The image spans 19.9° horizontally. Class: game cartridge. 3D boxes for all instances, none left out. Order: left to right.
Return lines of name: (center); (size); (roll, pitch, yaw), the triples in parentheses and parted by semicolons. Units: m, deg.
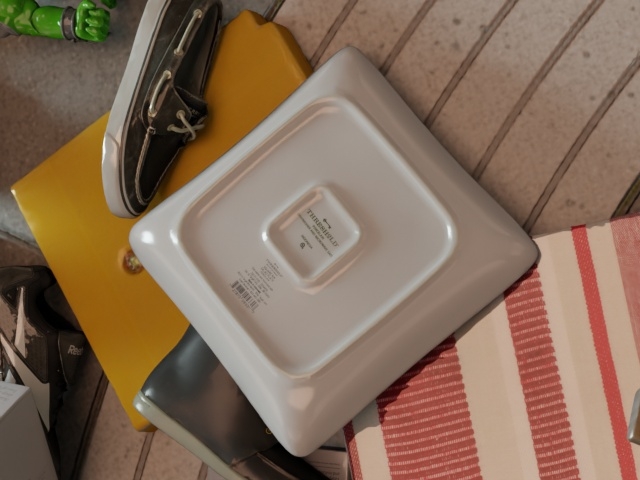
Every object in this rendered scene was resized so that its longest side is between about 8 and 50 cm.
game cartridge: (-0.107, -0.021, 1.723); (0.323, 0.052, 0.285); (-34, 74, 16)

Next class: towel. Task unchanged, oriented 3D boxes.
towel: (0.173, 0.117, 1.567); (0.329, 0.037, 0.237); (-13, 81, 16)

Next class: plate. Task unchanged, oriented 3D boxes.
plate: (0.000, 0.000, 1.588); (0.278, 0.045, 0.277); (-40, 67, 2)

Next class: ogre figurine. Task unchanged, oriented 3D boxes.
ogre figurine: (-0.272, -0.278, 1.788); (0.118, 0.097, 0.197); (-13, 92, 12)

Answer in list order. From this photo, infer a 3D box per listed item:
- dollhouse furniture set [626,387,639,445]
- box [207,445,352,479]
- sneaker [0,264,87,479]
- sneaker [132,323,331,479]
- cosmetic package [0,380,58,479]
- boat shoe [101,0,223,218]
dollhouse furniture set: (0.421, 0.041, 1.455); (0.286, 0.198, 0.303); (23, 67, -16)
box: (-0.038, 0.279, 1.675); (0.145, 0.038, 0.186); (3, 89, 25)
sneaker: (-0.272, 0.129, 1.768); (0.106, 0.078, 0.234); (-14, 92, 4)
sneaker: (-0.052, 0.155, 1.619); (0.222, 0.083, 0.118); (32, 94, 14)
cosmetic package: (-0.312, 0.236, 1.711); (0.117, 0.085, 0.231); (11, 128, 25)
boat shoe: (-0.143, -0.124, 1.677); (0.070, 0.078, 0.219); (12, 88, 25)
